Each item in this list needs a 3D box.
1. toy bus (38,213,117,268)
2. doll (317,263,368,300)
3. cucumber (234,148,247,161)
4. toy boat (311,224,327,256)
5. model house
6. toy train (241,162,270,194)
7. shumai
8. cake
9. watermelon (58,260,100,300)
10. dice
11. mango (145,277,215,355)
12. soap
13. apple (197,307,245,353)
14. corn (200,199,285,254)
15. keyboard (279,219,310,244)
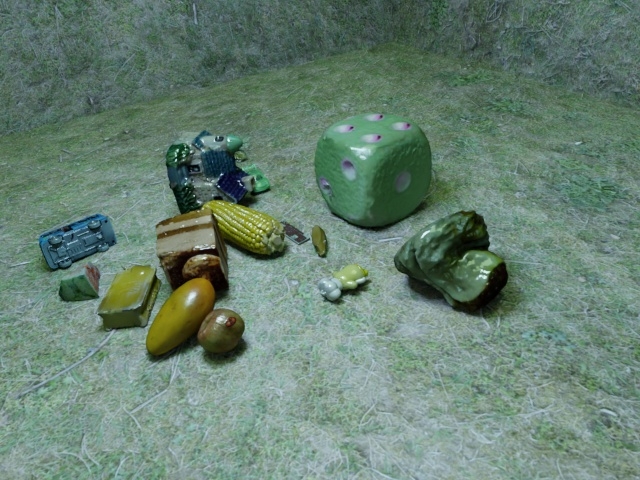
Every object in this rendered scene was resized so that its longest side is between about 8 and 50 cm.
[{"bbox_3d":[-0.879,-0.002,1.945,0.246,0.113,0.134,-28,33,-31],"label":"toy bus"},{"bbox_3d":[0.065,0.122,1.607,0.163,0.062,0.106,-27,33,-28],"label":"doll"},{"bbox_3d":[-0.423,-0.440,2.588,0.067,0.067,0.245,-20,32,-19],"label":"cucumber"},{"bbox_3d":[0.000,0.000,1.823,0.047,0.049,0.149,-33,31,17],"label":"toy boat"},{"bbox_3d":[-0.402,-0.258,2.075,0.285,0.298,0.243,0,33,11],"label":"model house"},{"bbox_3d":[-0.272,-0.255,2.246,0.099,0.081,0.149,-20,34,-21],"label":"toy train"},{"bbox_3d":[0.386,0.083,1.535,0.309,0.304,0.263,-22,70,-25],"label":"shumai"},{"bbox_3d":[-0.397,0.060,1.687,0.199,0.196,0.293,-13,38,-6],"label":"cake"},{"bbox_3d":[-0.752,0.124,1.744,0.121,0.097,0.158,12,33,27],"label":"watermelon"},{"bbox_3d":[0.184,-0.260,1.941,0.322,0.318,0.330,-27,38,-29],"label":"dice"},{"bbox_3d":[-0.383,0.210,1.490,0.139,0.113,0.253,16,59,38],"label":"mango"},{"bbox_3d":[-0.580,0.169,1.653,0.135,0.076,0.233,-7,33,3],"label":"soap"},{"bbox_3d":[-0.265,0.242,1.439,0.126,0.102,0.126,-43,22,23],"label":"apple"},{"bbox_3d":[-0.278,-0.055,1.881,0.387,0.143,0.144,24,44,36],"label":"corn"},{"bbox_3d":[-0.103,-0.031,1.920,0.055,0.017,0.166,-26,37,-27],"label":"keyboard"}]
